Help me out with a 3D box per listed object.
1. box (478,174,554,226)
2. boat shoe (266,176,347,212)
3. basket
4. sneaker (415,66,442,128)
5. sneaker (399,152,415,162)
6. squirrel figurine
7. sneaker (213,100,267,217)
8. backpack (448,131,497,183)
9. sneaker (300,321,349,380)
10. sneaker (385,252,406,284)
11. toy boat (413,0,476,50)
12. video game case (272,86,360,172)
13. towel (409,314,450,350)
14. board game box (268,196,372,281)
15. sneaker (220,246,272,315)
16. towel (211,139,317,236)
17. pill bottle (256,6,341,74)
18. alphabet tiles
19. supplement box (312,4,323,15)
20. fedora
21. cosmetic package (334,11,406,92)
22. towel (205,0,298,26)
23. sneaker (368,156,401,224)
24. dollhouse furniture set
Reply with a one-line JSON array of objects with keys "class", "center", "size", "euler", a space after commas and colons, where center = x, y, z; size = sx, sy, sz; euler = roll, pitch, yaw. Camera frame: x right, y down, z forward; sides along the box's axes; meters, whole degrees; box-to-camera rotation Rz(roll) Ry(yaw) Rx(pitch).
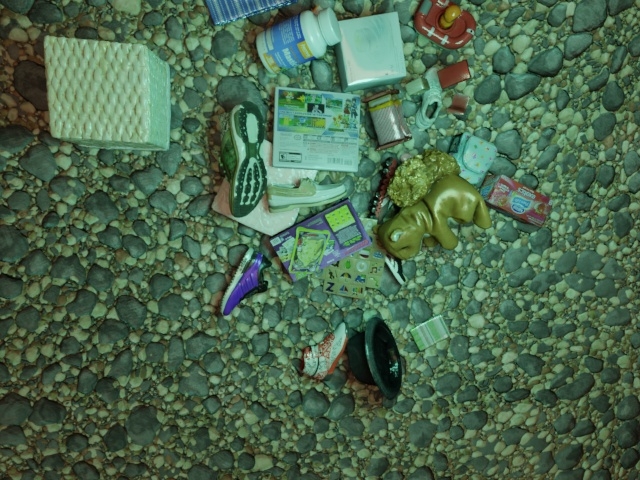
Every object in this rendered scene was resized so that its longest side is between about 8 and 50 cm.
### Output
[{"class": "box", "center": [0.786, -0.164, 1.638], "size": [0.257, 0.128, 0.122], "euler": [23, 96, -10]}, {"class": "boat shoe", "center": [-0.054, -0.182, 1.501], "size": [0.303, 0.113, 0.103], "euler": [-12, 107, -3]}, {"class": "basket", "center": [-0.705, -0.477, 1.360], "size": [0.329, 0.266, 0.330], "euler": [2, 100, -7]}, {"class": "sneaker", "center": [0.435, -0.552, 1.544], "size": [0.091, 0.115, 0.231], "euler": [4, 99, -7]}, {"class": "sneaker", "center": [0.383, -0.308, 1.602], "size": [0.135, 0.070, 0.050], "euler": [29, 97, -9]}, {"class": "squirrel figurine", "center": [0.362, -0.127, 1.484], "size": [0.371, 0.281, 0.396], "euler": [-28, 112, -4]}, {"class": "sneaker", "center": [-0.306, -0.289, 1.467], "size": [0.182, 0.158, 0.409], "euler": [8, 97, 36]}, {"class": "backpack", "center": [0.588, -0.315, 1.588], "size": [0.166, 0.144, 0.188], "euler": [20, 99, -14]}, {"class": "sneaker", "center": [0.012, 0.450, 1.671], "size": [0.145, 0.090, 0.269], "euler": [20, 99, -11]}, {"class": "sneaker", "center": [0.321, 0.068, 1.649], "size": [0.121, 0.079, 0.216], "euler": [-34, 100, 1]}, {"class": "toy boat", "center": [0.472, -0.818, 1.488], "size": [0.231, 0.151, 0.150], "euler": [25, 96, -9]}, {"class": "video game case", "center": [-0.014, -0.417, 1.527], "size": [0.330, 0.036, 0.299], "euler": [2, 90, -10]}, {"class": "towel", "center": [0.476, 0.401, 1.752], "size": [0.152, 0.023, 0.113], "euler": [-27, 99, 1]}, {"class": "board game box", "center": [0.000, 0.000, 1.560], "size": [0.347, 0.056, 0.208], "euler": [-26, 104, 8]}, {"class": "sneaker", "center": [-0.285, 0.185, 1.591], "size": [0.146, 0.102, 0.293], "euler": [27, 95, -10]}, {"class": "towel", "center": [-0.212, -0.205, 1.562], "size": [0.317, 0.053, 0.331], "euler": [26, 95, -10]}, {"class": "pill bottle", "center": [-0.073, -0.697, 1.398], "size": [0.272, 0.152, 0.152], "euler": [-12, 101, 24]}, {"class": "alphabet tiles", "center": [0.116, 0.067, 1.621], "size": [0.286, 0.011, 0.342], "euler": [9, 107, 4]}, {"class": "supplement box", "center": [0.006, -0.813, 1.496], "size": [0.098, 0.036, 0.062], "euler": [42, 92, -10]}, {"class": "fedora", "center": [0.207, 0.484, 1.640], "size": [0.153, 0.334, 0.333], "euler": [-17, 102, 27]}, {"class": "cosmetic package", "center": [0.177, -0.689, 1.485], "size": [0.225, 0.138, 0.223], "euler": [-12, 100, -3]}, {"class": "towel", "center": [-0.265, -0.942, 1.446], "size": [0.337, 0.040, 0.243], "euler": [-19, 100, -3]}, {"class": "sneaker", "center": [0.279, -0.183, 1.595], "size": [0.135, 0.097, 0.275], "euler": [17, 97, -9]}, {"class": "dollhouse furniture set", "center": [0.358, -0.479, 1.445], "size": [0.375, 0.152, 0.201], "euler": [-14, 101, 31]}]
